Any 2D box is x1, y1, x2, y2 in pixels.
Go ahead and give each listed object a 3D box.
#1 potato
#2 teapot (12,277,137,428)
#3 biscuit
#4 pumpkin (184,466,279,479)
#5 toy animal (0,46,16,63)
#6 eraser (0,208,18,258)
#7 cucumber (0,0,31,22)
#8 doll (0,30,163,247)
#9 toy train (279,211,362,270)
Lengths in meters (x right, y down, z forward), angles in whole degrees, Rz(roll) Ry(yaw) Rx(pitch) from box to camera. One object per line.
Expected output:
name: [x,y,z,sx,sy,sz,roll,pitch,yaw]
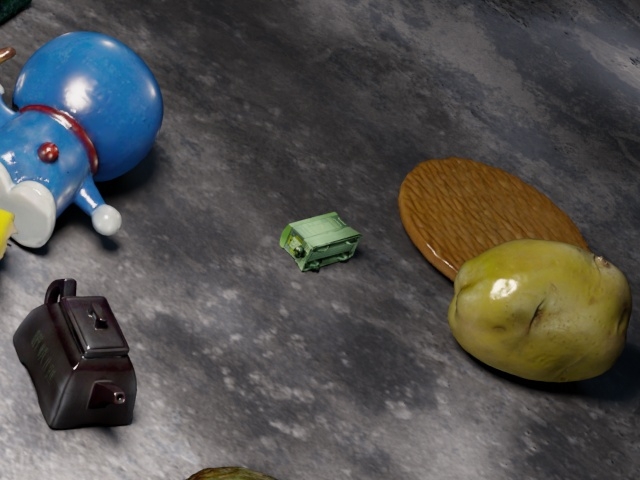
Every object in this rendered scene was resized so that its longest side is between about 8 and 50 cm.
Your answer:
potato: [0.243,0.076,1.996,0.200,0.154,0.137,15,-8,-12]
teapot: [-0.224,0.101,1.716,0.087,0.096,0.177,0,43,-33]
biscuit: [0.209,-0.005,2.183,0.262,0.037,0.262,17,36,-13]
pumpkin: [-0.087,0.235,1.579,0.111,0.163,0.278,43,37,19]
toy animal: [-0.405,-0.248,2.028,0.149,0.054,0.275,-8,32,2]
eraser: [-0.415,0.001,1.740,0.226,0.069,0.158,20,33,-9]
cucumber: [-0.386,-0.267,2.130,0.032,0.032,0.133,33,37,8]
doll: [-0.272,-0.103,1.917,0.215,0.161,0.257,42,52,-2]
toy train: [0.000,0.000,2.040,0.093,0.038,0.056,-16,51,-44]
